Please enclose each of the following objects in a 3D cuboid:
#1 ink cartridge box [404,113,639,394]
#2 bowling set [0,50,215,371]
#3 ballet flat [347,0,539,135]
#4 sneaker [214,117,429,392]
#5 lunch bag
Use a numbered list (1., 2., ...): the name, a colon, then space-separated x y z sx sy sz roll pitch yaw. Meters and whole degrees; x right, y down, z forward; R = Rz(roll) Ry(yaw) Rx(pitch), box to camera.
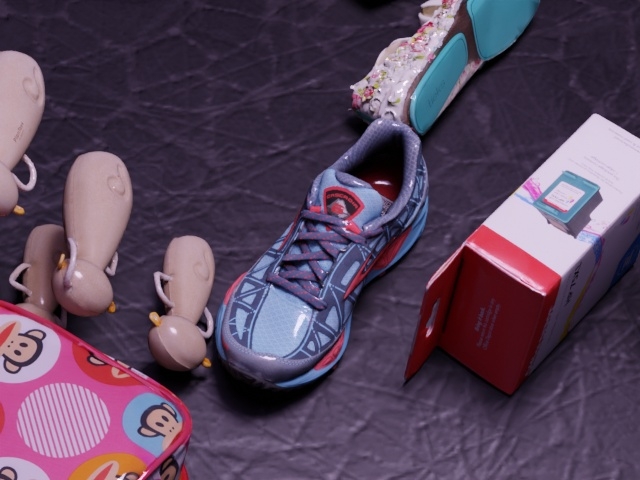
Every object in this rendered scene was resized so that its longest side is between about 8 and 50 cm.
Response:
1. ink cartridge box: 0.167 0.023 1.507 0.078 0.134 0.231 34 55 19
2. bowling set: -0.223 0.020 1.460 0.200 0.287 0.154 -27 36 26
3. ballet flat: 0.104 -0.174 1.701 0.077 0.091 0.241 13 42 33
4. sneaker: 0.000 0.000 1.510 0.104 0.125 0.262 24 52 13
5. lunch bag: -0.255 0.179 1.332 0.258 0.120 0.293 27 53 15
